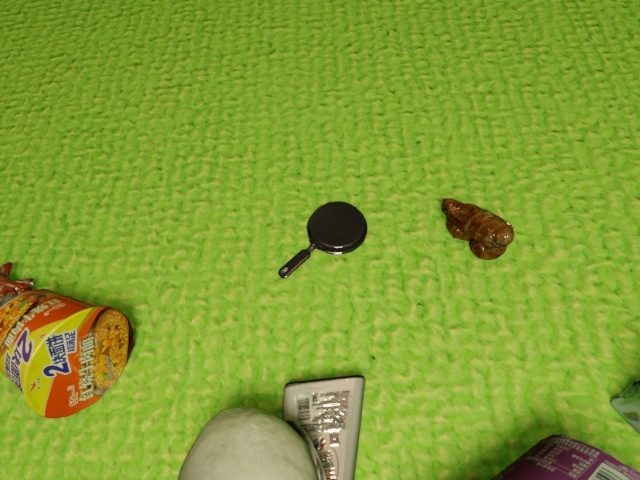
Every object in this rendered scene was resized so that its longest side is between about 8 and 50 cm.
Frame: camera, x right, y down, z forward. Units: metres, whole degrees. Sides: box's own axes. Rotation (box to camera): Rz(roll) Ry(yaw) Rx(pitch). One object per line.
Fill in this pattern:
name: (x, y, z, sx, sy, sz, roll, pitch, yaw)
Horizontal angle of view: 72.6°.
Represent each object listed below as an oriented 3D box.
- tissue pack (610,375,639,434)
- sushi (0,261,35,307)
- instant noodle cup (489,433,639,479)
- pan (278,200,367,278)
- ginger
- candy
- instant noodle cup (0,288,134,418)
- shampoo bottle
tissue pack: (0.642, 0.325, 0.567, 0.162, 0.287, 0.388, -36, 65, -8)
sushi: (-0.738, 0.191, 0.886, 0.124, 0.130, 0.332, 25, 74, 13)
instant noodle cup: (0.310, 0.439, 0.550, 0.266, 0.339, 0.340, -32, 64, -23)
pan: (0.000, 0.000, 0.950, 0.235, 0.028, 0.136, -41, 65, -14)
ginger: (0.320, -0.026, 0.893, 0.073, 0.103, 0.162, -37, 55, -17)
candy: (-0.118, 0.395, 0.640, 0.296, 0.185, 0.295, -23, 59, 46)
instant noodle cup: (-0.496, 0.195, 0.818, 0.174, 0.213, 0.213, 18, 66, 25)
shampoo bottle: (0.012, 0.380, 0.732, 0.153, 0.071, 0.284, -6, 65, 7)
